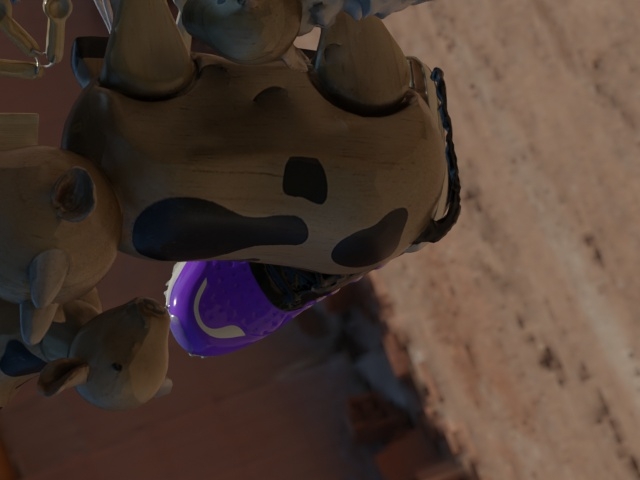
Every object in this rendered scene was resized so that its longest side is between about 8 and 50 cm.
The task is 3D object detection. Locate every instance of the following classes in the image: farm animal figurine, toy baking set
[{"bbox_3d":[-0.091,-0.021,0.747,0.330,0.326,0.172,89,172,-58],"label":"farm animal figurine"},{"bbox_3d":[-0.183,-0.136,1.410,0.030,0.256,0.197,-126,15,-56],"label":"toy baking set"}]

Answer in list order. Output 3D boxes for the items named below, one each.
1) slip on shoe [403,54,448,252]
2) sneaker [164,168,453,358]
[{"bbox_3d":[0.062,-0.056,1.153,0.041,0.051,0.135,33,-131,-63],"label":"slip on shoe"},{"bbox_3d":[0.000,-0.001,1.489,0.102,0.293,0.146,60,154,-8],"label":"sneaker"}]
